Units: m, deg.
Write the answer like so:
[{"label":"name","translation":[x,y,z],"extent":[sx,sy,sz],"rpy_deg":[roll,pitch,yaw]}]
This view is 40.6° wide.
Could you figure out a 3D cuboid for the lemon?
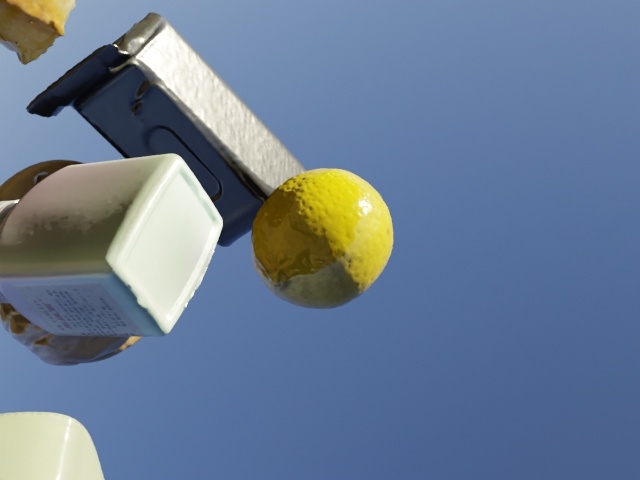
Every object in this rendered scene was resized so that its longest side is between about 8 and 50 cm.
[{"label":"lemon","translation":[0.000,0.000,1.113],"extent":[0.178,0.178,0.203],"rpy_deg":[-9,-154,42]}]

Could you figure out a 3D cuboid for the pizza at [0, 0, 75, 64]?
[{"label":"pizza","translation":[-0.371,-0.219,0.507],"extent":[0.130,0.440,0.406],"rpy_deg":[-60,-158,-9]}]

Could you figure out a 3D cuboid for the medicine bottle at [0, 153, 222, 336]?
[{"label":"medicine bottle","translation":[-0.115,0.004,0.410],"extent":[0.118,0.055,0.074],"rpy_deg":[-3,-132,28]}]

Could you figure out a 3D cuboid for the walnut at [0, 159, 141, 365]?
[{"label":"walnut","translation":[-0.341,0.028,1.205],"extent":[0.285,0.285,0.296],"rpy_deg":[-55,-162,-17]}]

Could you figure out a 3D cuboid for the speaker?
[{"label":"speaker","translation":[-0.192,-0.126,1.170],"extent":[0.180,0.388,0.184],"rpy_deg":[-33,-146,18]}]

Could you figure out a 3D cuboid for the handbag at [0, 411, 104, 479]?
[{"label":"handbag","translation":[-0.254,0.208,0.599],"extent":[0.219,0.256,0.079],"rpy_deg":[0,-135,2]}]
